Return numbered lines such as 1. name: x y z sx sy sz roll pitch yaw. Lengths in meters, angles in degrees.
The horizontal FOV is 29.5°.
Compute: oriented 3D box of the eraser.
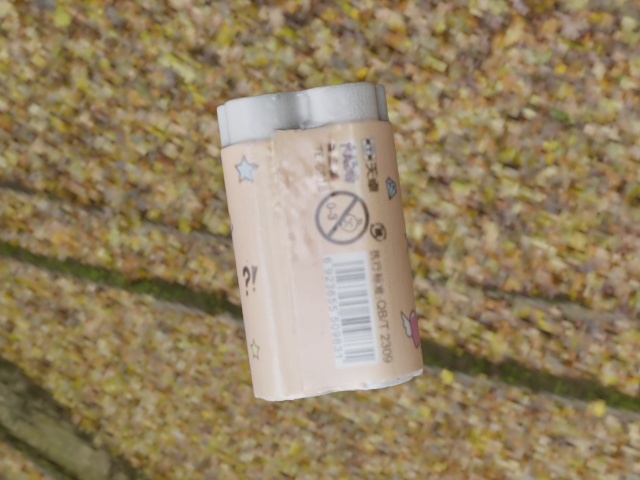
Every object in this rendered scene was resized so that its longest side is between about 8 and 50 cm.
1. eraser: 0.000 0.000 1.178 0.171 0.290 0.087 -8 180 0
